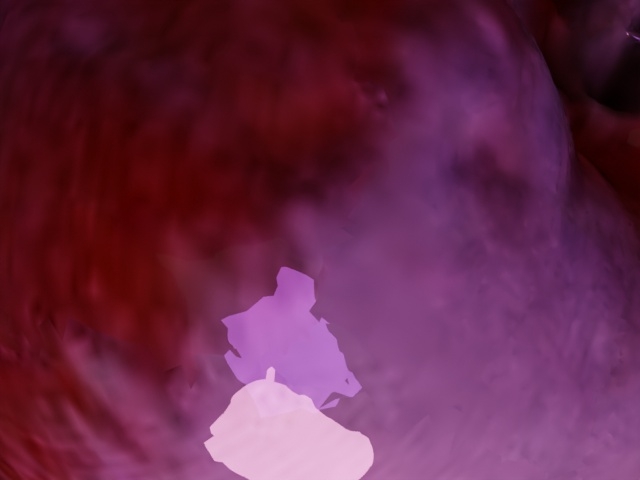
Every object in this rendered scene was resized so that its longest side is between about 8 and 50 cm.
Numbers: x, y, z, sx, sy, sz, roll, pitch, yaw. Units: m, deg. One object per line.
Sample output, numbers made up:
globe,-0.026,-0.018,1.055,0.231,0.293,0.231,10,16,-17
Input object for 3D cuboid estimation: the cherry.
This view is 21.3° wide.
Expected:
cherry,0.012,0.003,0.640,0.326,0.291,0.335,6,151,-14
